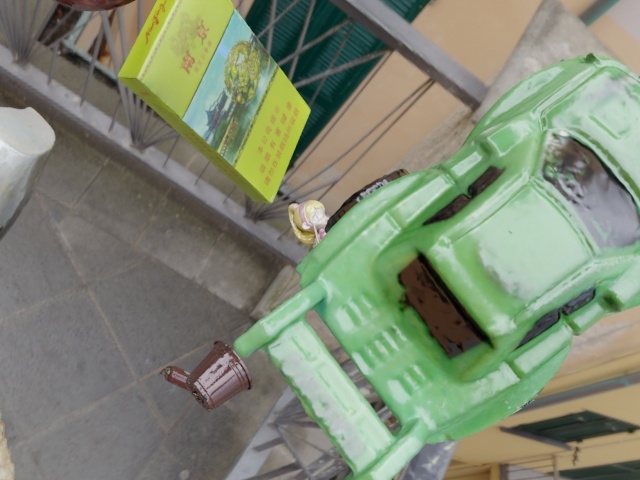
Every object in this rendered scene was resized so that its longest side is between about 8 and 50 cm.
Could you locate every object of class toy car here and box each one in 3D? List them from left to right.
[{"bbox_3d":[0.130,0.017,0.481,0.358,0.176,0.213,-36,84,7],"label":"toy car"}]

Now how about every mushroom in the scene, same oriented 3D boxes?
[{"bbox_3d":[-0.557,-0.024,0.982,0.126,0.397,0.177,34,10,-11],"label":"mushroom"}]

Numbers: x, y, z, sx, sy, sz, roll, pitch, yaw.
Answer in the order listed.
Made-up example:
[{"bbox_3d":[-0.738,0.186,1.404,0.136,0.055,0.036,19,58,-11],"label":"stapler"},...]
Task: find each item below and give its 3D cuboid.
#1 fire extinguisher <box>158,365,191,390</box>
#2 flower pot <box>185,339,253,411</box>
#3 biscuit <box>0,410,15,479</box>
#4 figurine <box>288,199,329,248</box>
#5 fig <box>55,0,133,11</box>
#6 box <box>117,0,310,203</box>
[{"bbox_3d":[-0.282,0.298,1.332,0.132,0.039,0.056,29,17,-18],"label":"fire extinguisher"},{"bbox_3d":[-0.186,0.246,1.108,0.089,0.111,0.111,-36,87,-28],"label":"flower pot"},{"bbox_3d":[-0.386,0.170,0.683,0.061,0.055,0.219,-10,77,-44],"label":"biscuit"},{"bbox_3d":[0.000,0.000,1.198,0.083,0.083,0.187,-27,79,-36],"label":"figurine"},{"bbox_3d":[-0.204,-0.279,0.571,0.175,0.207,0.175,2,77,-10],"label":"fig"},{"bbox_3d":[-0.133,-0.210,0.909,0.335,0.047,0.187,44,63,-54],"label":"box"}]
